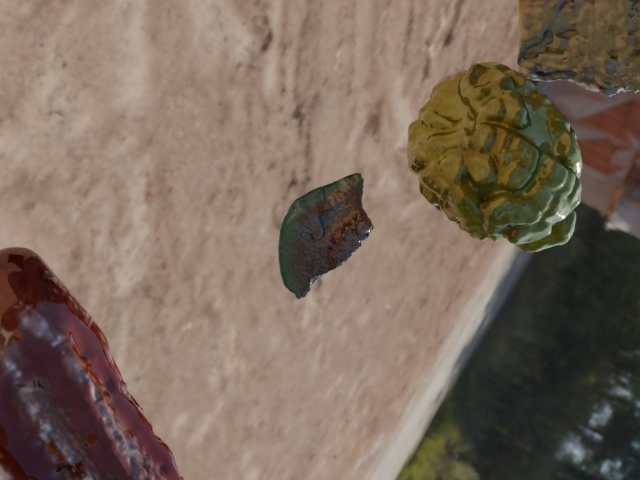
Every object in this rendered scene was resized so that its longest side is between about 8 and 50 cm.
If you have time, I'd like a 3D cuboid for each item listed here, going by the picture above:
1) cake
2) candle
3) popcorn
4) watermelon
[{"bbox_3d":[0.243,-0.138,0.723,0.117,0.221,0.086,-32,125,-68],"label":"cake"},{"bbox_3d":[-0.029,0.149,0.353,0.048,0.329,0.051,-12,-156,41],"label":"candle"},{"bbox_3d":[0.206,-0.095,1.269,0.181,0.235,0.217,-45,129,8],"label":"popcorn"},{"bbox_3d":[-0.008,-0.002,1.297,0.101,0.080,0.155,3,133,-46],"label":"watermelon"}]
